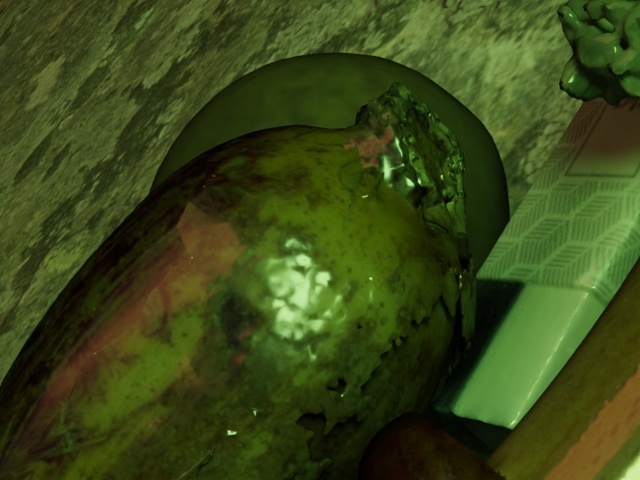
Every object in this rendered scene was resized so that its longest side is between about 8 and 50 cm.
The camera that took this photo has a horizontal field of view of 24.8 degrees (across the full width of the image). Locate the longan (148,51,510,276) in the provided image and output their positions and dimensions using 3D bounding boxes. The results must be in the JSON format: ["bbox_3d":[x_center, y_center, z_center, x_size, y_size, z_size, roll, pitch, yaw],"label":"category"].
[{"bbox_3d":[0.000,0.000,0.918,0.248,0.248,0.248,-34,31,23],"label":"longan"}]

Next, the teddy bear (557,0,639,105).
[{"bbox_3d":[0.282,-0.161,0.666,0.367,0.224,0.357,-10,30,12],"label":"teddy bear"}]

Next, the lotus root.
[{"bbox_3d":[-0.064,0.093,0.733,0.397,0.179,0.196,-50,-15,5],"label":"lotus root"}]

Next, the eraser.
[{"bbox_3d":[0.199,-0.046,0.830,0.098,0.096,0.404,6,57,55],"label":"eraser"}]

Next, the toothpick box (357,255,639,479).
[{"bbox_3d":[0.151,0.091,0.634,0.294,0.192,0.192,-45,28,-8],"label":"toothpick box"}]
